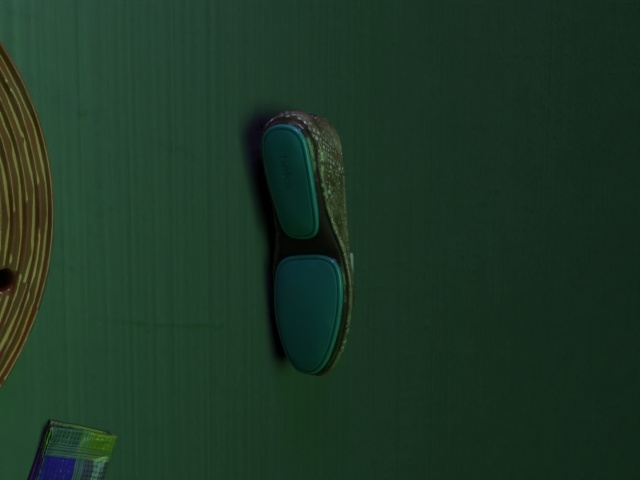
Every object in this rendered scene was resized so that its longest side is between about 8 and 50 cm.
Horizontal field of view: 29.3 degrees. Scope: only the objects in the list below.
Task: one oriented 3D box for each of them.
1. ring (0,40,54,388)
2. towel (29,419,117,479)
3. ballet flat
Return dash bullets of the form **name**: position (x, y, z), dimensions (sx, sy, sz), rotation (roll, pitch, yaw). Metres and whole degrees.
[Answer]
- **ring**: position (-0.293, -0.005, 0.656), dimensions (0.337, 0.032, 0.336), rotation (-9, 102, -46)
- **towel**: position (-0.170, 0.166, 0.823), dimensions (0.060, 0.009, 0.083), rotation (22, 81, -45)
- **ballet flat**: position (0.000, 0.000, 0.933), dimensions (0.067, 0.073, 0.206), rotation (-29, 121, -55)
